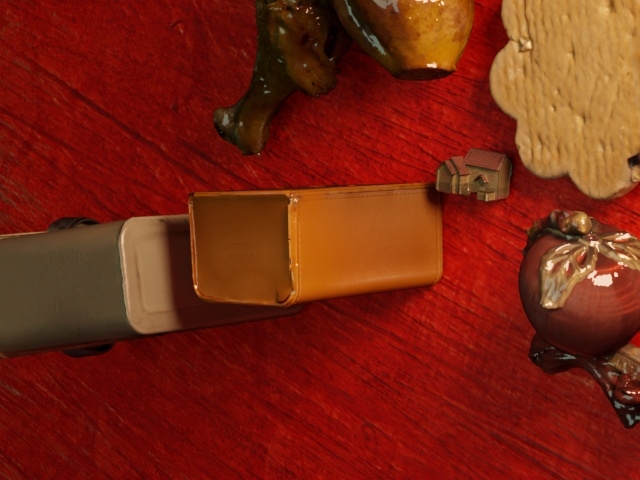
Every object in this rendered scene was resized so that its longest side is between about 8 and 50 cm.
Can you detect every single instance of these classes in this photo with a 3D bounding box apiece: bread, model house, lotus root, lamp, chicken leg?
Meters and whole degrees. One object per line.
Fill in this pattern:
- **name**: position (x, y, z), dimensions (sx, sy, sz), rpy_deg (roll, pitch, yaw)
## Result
- **bread**: position (0.312, -0.196, 1.569), dimensions (0.316, 0.054, 0.316), rpy_deg (14, 108, 51)
- **model house**: position (0.190, -0.084, 1.717), dimensions (0.083, 0.057, 0.058), rpy_deg (18, 110, 45)
- **lotus root**: position (0.089, -0.330, 1.704), dimensions (0.193, 0.193, 0.291), rpy_deg (-23, 85, 44)
- **lamp**: position (0.314, 0.071, 1.554), dimensions (0.215, 0.151, 0.223), rpy_deg (37, 161, 44)
- **chicken leg**: position (-0.035, -0.252, 1.887), dimensions (0.211, 0.140, 0.361), rpy_deg (-117, 34, -49)

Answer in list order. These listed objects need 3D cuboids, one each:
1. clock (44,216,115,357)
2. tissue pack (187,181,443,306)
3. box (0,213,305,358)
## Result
- **clock**: position (-0.374, 0.072, 2.193), dimensions (0.049, 0.226, 0.226), rpy_deg (-8, 87, 17)
- **tissue pack**: position (0.000, 0.000, 1.763), dimensions (0.194, 0.274, 0.145), rpy_deg (-2, 93, 46)
- **box**: position (-0.255, 0.055, 1.975), dimensions (0.343, 0.352, 0.177), rpy_deg (-10, 86, 44)
